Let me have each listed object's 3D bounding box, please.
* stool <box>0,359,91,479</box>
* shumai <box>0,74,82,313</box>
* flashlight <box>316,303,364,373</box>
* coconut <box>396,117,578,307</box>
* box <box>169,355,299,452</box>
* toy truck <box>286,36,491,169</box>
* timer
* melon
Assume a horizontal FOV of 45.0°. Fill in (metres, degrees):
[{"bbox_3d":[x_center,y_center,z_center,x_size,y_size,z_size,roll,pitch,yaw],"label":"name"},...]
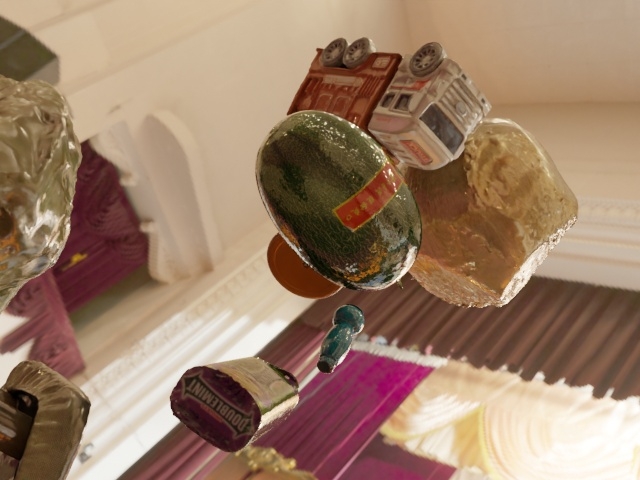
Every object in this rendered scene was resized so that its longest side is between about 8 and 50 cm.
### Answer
[{"bbox_3d":[-0.499,0.291,1.036,0.226,0.310,0.310,32,-16,-35],"label":"stool"},{"bbox_3d":[-0.330,0.024,0.657,0.330,0.292,0.288,-128,-154,-61],"label":"shumai"},{"bbox_3d":[0.028,0.147,1.166,0.051,0.129,0.051,13,-52,18],"label":"flashlight"},{"bbox_3d":[0.317,-0.086,1.650,0.404,0.404,0.404,26,-43,28],"label":"coconut"},{"bbox_3d":[-0.120,0.244,1.213,0.134,0.097,0.345,32,-2,10],"label":"box"},{"bbox_3d":[0.116,-0.251,1.474,0.173,0.207,0.387,38,-11,-38],"label":"toy truck"},{"bbox_3d":[0.000,0.000,1.249,0.132,0.152,0.132,10,-56,15],"label":"timer"},{"bbox_3d":[0.032,-0.043,1.033,0.182,0.182,0.287,-12,-58,49],"label":"melon"}]
